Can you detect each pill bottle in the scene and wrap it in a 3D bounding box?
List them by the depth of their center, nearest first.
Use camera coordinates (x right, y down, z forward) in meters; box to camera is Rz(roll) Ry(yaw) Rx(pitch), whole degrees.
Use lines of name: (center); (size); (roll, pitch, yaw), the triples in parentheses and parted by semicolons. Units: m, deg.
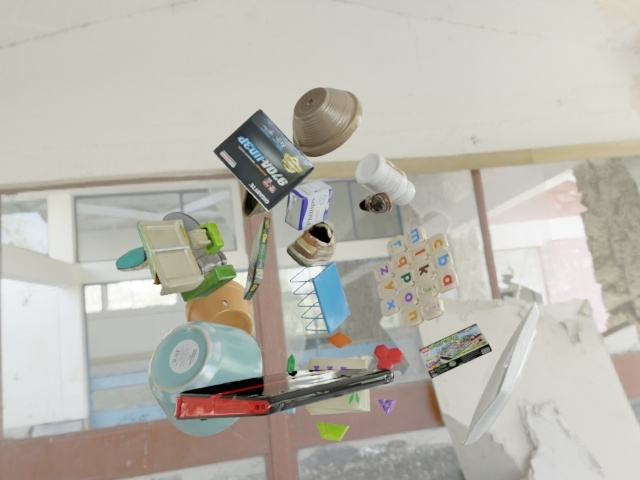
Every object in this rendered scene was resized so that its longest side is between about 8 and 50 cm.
pill bottle: (0.251, -0.224, 1.915); (0.131, 0.131, 0.229); (-16, -33, 43)

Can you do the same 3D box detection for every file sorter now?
file sorter: (-0.005, 0.167, 1.480); (0.104, 0.171, 0.118); (-5, 19, 34)

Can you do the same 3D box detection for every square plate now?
square plate: (0.536, 0.399, 1.478); (0.049, 0.347, 0.344); (27, -42, 18)

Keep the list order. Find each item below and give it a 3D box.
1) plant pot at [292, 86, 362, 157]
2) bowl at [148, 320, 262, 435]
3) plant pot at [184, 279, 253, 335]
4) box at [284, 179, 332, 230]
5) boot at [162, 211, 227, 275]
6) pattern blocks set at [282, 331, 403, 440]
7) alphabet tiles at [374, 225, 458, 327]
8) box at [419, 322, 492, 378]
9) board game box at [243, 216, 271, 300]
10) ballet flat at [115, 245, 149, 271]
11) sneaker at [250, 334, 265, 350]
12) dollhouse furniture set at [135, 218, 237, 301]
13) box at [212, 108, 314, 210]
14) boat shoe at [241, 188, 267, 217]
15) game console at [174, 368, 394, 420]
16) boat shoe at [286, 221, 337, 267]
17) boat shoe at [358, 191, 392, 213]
plant pot: (-0.002, -0.373, 1.502); (0.237, 0.238, 0.110); (-12, -37, 30)
bowl: (-0.329, 0.339, 1.341); (0.311, 0.312, 0.163); (-10, -36, 20)
plant pot: (-0.407, 0.331, 2.137); (0.290, 0.291, 0.203); (-2, 21, -26)
box: (-0.038, -0.115, 1.644); (0.137, 0.126, 0.072); (-24, 47, -39)
boot: (-0.519, 0.007, 1.926); (0.118, 0.338, 0.222); (-55, -13, 13)
pattern blocks set: (0.049, 0.392, 1.377); (0.324, 0.286, 0.026); (6, -25, 23)
alphabet tiles: (0.274, 0.105, 1.488); (0.021, 0.285, 0.278); (16, -36, -38)
box: (0.424, 0.349, 1.607); (0.206, 0.036, 0.114); (-27, 24, 7)
board game box: (-0.213, 0.060, 1.703); (0.030, 0.260, 0.136); (15, -40, -14)
ballet flat: (-0.534, 0.048, 1.608); (0.240, 0.091, 0.077); (-26, -44, 11)
sneaker: (-0.273, 0.426, 2.017); (0.051, 0.089, 0.170); (-32, -7, 6)
dollhouse furniture set: (-0.406, 0.062, 1.410); (0.151, 0.198, 0.301); (-30, -11, 25)
box: (-0.151, -0.215, 1.370); (0.175, 0.220, 0.051); (-43, 2, -4)
boat shoe: (-0.187, -0.191, 1.631); (0.098, 0.109, 0.302); (-32, -23, -42)
game console: (-0.079, 0.329, 1.090); (0.341, 0.060, 0.386); (-14, -12, 42)
boat shoe: (0.000, 0.000, 1.731); (0.120, 0.122, 0.324); (-53, -7, 20)
boat shoe: (0.193, -0.127, 1.795); (0.073, 0.073, 0.207); (-17, 3, -11)
